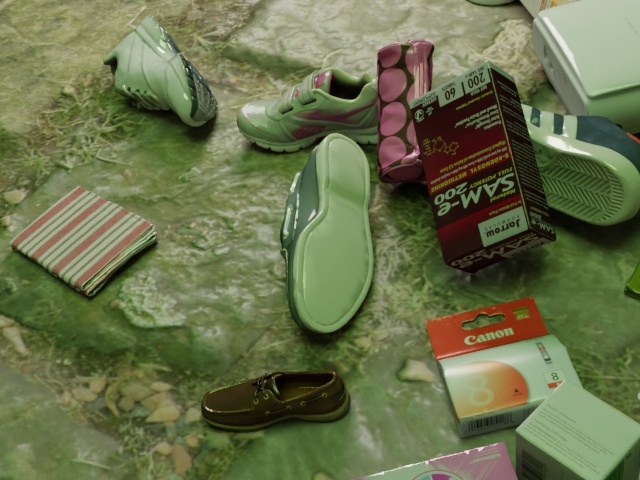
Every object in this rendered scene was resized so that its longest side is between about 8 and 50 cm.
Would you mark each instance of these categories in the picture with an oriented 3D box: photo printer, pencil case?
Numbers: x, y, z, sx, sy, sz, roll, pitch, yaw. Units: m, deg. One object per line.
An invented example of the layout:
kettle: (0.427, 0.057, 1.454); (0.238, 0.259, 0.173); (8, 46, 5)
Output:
photo printer: (0.498, -0.277, 1.452); (0.308, 0.107, 0.256); (-13, 44, 1)
pencil case: (0.127, -0.186, 1.403); (0.095, 0.098, 0.209); (0, 75, -9)

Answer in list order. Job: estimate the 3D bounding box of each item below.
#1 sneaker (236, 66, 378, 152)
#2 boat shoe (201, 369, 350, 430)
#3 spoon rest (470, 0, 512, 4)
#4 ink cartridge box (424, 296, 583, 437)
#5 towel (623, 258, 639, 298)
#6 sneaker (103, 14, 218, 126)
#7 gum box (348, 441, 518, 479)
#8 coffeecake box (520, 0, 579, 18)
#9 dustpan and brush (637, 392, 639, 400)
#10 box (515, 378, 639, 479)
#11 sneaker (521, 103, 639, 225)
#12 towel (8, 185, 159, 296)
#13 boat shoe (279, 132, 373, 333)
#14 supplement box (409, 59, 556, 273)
sneaker: (-0.008, -0.210, 1.502); (0.252, 0.111, 0.103); (-5, 45, 9)
boat shoe: (-0.056, 0.180, 1.159); (0.178, 0.060, 0.064); (-6, 45, 7)
spoon rest: (0.346, -0.518, 1.765); (0.137, 0.084, 0.276); (19, 66, 30)
ink cartridge box: (0.211, 0.134, 1.155); (0.146, 0.045, 0.179); (-13, 47, 0)
towel: (0.475, -0.003, 1.245); (0.102, 0.021, 0.237); (19, 53, 30)
sneaker: (-0.267, -0.260, 1.639); (0.129, 0.111, 0.297); (-37, 43, -2)
gum box: (0.115, 0.287, 1.009); (0.189, 0.062, 0.107); (-14, 44, -1)
coffeecake box: (0.404, -0.423, 1.618); (0.142, 0.068, 0.185); (-16, 53, -13)
dustpan and brush: (0.418, 0.222, 1.004); (0.211, 0.060, 0.147); (29, 58, 35)
box: (0.265, 0.221, 1.013); (0.102, 0.101, 0.087); (32, 59, 34)
sneaker: (0.316, -0.128, 1.350); (0.148, 0.131, 0.350); (-23, 40, -33)
towel: (-0.346, -0.001, 1.436); (0.197, 0.029, 0.144); (25, 56, 36)
boat shoe: (0.000, 0.000, 1.326); (0.099, 0.116, 0.319); (-37, 35, 42)
supplement box: (0.204, -0.093, 1.265); (0.130, 0.073, 0.239); (-26, 64, 33)
